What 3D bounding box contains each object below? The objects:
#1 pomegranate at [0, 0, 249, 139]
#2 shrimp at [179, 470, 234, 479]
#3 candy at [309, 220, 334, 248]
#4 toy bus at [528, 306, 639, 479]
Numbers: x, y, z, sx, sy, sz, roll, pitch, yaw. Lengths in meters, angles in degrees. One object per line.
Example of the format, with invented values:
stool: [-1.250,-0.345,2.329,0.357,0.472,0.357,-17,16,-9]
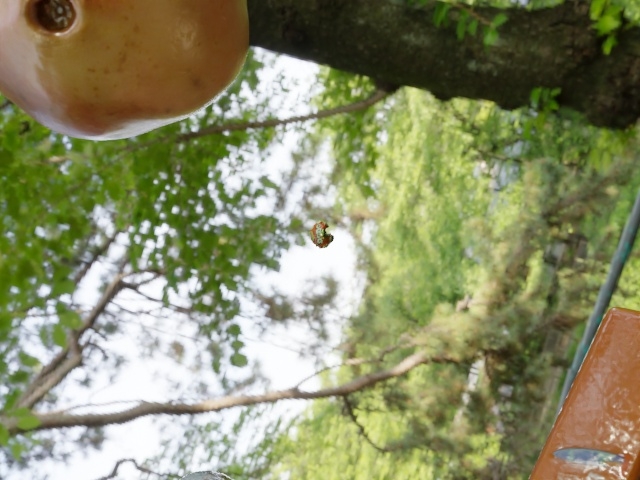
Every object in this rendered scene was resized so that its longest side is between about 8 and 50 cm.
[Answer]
pomegranate: [-0.153,-0.172,0.557,0.209,0.209,0.209,16,-90,-79]
shrimp: [-0.114,0.397,0.792,0.116,0.145,0.343,-7,-81,-76]
candy: [0.000,0.000,1.651,0.185,0.049,0.056,102,166,-80]
toy bus: [0.216,0.230,0.669,0.409,0.093,0.092,-56,-41,-25]
